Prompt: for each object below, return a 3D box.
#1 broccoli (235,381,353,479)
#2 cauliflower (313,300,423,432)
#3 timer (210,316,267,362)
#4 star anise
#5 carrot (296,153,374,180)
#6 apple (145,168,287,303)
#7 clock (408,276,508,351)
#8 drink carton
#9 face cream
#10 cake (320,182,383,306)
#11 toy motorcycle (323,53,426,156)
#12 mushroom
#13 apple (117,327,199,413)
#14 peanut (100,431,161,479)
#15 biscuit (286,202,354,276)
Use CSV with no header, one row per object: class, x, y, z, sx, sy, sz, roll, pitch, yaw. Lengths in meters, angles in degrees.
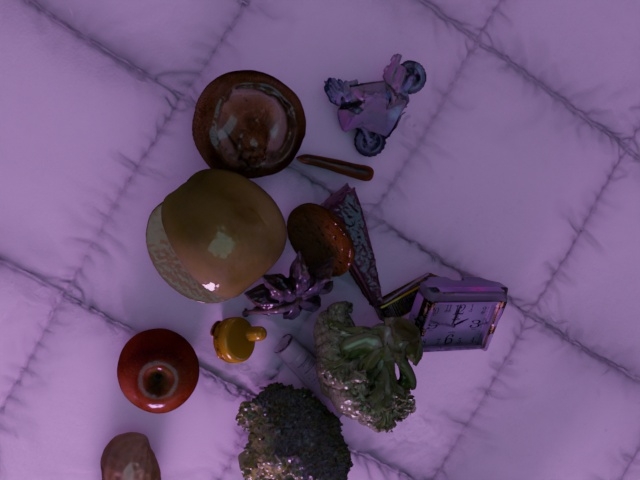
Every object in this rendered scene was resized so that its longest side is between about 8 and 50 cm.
broccoli,-0.070,0.462,1.584,0.260,0.288,0.235,-15,142,1
cauliflower,0.116,0.273,1.583,0.250,0.272,0.275,-37,118,17
timer,-0.187,0.225,1.601,0.107,0.109,0.107,16,70,-51
star anise,-0.073,0.124,1.585,0.262,0.230,0.081,-34,62,18
carrot,0.036,-0.177,1.657,0.190,0.037,0.037,14,91,-12
apple,-0.221,-0.009,1.486,0.292,0.292,0.254,-40,98,-7
clock,0.311,0.180,1.674,0.253,0.083,0.186,2,116,-28
drink carton,0.212,0.136,1.703,0.166,0.071,0.056,-28,103,-10
face cream,-0.011,0.322,1.679,0.092,0.058,0.243,-47,109,-10
cake,0.070,0.021,1.642,0.113,0.116,0.295,-21,95,-8
toy motorcycle,0.108,-0.334,1.622,0.204,0.108,0.239,30,88,-13
mushroom,-0.158,-0.251,1.546,0.253,0.153,0.253,-2,96,-21
apple,-0.355,0.282,1.541,0.181,0.168,0.181,0,91,-8
peanut,-0.432,0.580,1.565,0.149,0.149,0.313,11,92,-13
biscuit,0.001,0.000,1.598,0.027,0.188,0.188,-38,103,-40
